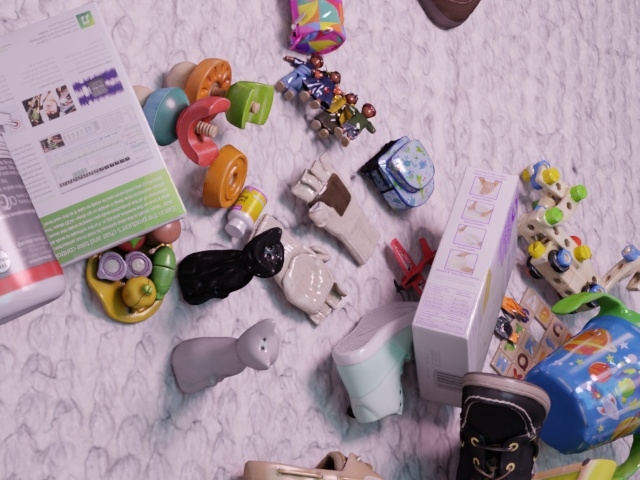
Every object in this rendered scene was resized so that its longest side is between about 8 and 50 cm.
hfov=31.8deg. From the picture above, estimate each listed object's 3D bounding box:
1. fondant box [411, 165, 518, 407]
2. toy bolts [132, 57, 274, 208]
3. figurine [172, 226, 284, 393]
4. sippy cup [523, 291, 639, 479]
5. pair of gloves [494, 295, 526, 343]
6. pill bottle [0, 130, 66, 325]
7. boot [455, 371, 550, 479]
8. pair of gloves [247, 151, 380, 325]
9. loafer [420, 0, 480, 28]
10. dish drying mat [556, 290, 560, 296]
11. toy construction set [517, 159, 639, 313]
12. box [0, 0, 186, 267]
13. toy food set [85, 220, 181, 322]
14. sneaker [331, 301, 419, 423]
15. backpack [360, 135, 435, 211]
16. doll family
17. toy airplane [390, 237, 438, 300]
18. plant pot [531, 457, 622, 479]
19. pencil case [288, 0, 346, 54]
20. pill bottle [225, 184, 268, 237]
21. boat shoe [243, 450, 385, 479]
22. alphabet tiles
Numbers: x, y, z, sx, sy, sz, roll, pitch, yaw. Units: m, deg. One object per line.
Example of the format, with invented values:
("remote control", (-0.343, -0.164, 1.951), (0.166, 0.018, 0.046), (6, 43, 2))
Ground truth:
("fondant box", (0.247, 0.079, 1.876), (0.238, 0.096, 0.330), (78, 28, -54))
("toy bolts", (-0.201, -0.165, 1.673), (0.228, 0.158, 0.218), (-20, 129, -68))
("figurine", (-0.120, 0.100, 1.590), (0.092, 0.209, 0.215), (15, 67, -34))
("sippy cup", (0.489, 0.266, 2.009), (0.224, 0.240, 0.305), (-21, 64, -30))
("pair of gloves", (0.341, 0.142, 2.063), (0.074, 0.010, 0.083), (35, 57, -11))
("pill bottle", (-0.473, -0.061, 1.367), (0.210, 0.210, 0.363), (-24, 90, -40))
("boot", (0.261, 0.381, 1.754), (0.138, 0.377, 0.284), (12, 67, 12))
("pair of gloves", (0.000, 0.000, 1.809), (0.204, 0.042, 0.240), (54, 51, -23))
("loafer", (0.202, -0.583, 2.119), (0.366, 0.130, 0.134), (53, 51, -12))
("dish drying mat", (0.490, 0.090, 2.203), (0.083, 0.008, 0.032), (-10, 81, -40))
("toy construction set", (0.494, 0.009, 2.147), (0.327, 0.151, 0.215), (36, 54, -6))
("box", (-0.350, -0.134, 1.526), (0.232, 0.058, 0.322), (-23, 89, -12))
("toy food set", (-0.254, 0.007, 1.606), (0.128, 0.071, 0.218), (22, 63, -31))
("sneaker", (0.111, 0.198, 1.829), (0.256, 0.094, 0.151), (-32, 113, -50))
("backpack", (0.146, -0.112, 1.951), (0.105, 0.084, 0.114), (-43, 106, -36))
("doll family", (0.013, -0.244, 1.898), (0.193, 0.076, 0.111), (49, 57, -11))
("toy airplane", (0.170, 0.047, 1.954), (0.151, 0.028, 0.151), (13, 69, -36))
("plant pot", (0.440, 0.506, 1.893), (0.207, 0.227, 0.228), (47, 53, -9))
("pencil case", (-0.013, -0.435, 1.925), (0.104, 0.104, 0.236), (6, 70, -37))
("pill bottle", (-0.117, -0.044, 1.748), (0.043, 0.043, 0.083), (42, 54, -20))
("boat shoe", (0.040, 0.369, 1.684), (0.341, 0.121, 0.110), (6, 73, -35))
("alphabet tiles", (0.427, 0.236, 2.106), (0.237, 0.009, 0.198), (46, 53, -17))
